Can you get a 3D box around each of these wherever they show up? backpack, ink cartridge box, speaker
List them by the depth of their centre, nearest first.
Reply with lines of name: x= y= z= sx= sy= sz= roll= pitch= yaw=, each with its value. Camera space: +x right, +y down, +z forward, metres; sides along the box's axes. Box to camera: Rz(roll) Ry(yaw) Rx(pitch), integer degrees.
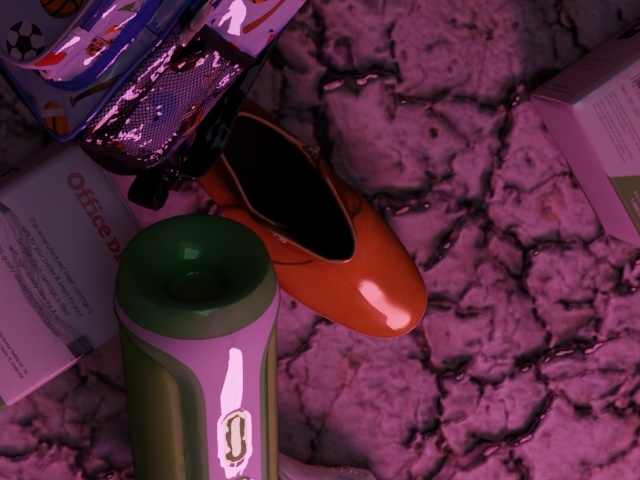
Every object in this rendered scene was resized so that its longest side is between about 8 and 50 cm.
backpack: x=-0.128 y=-0.211 z=0.996 sx=0.263 sy=0.213 sz=0.276 roll=-43 pitch=71 yaw=3
speaker: x=-0.092 y=0.126 z=1.180 sx=0.131 sy=0.131 sz=0.297 roll=-10 pitch=132 yaw=-13
ink cartridge box: x=-0.239 y=0.030 z=1.196 sx=0.208 sy=0.087 sz=0.153 roll=-32 pitch=108 yaw=-8
ink cartridge box: x=0.321 y=-0.120 z=1.317 sx=0.219 sy=0.092 sz=0.160 roll=-34 pitch=108 yaw=-7

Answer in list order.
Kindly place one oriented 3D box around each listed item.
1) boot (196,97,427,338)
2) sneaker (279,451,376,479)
boot: x=0.000 y=-0.001 z=1.191 sx=0.295 sy=0.211 sz=0.104 roll=44 pitch=88 yaw=-19
sneaker: x=0.010 y=0.219 z=1.328 sx=0.152 sy=0.053 sz=0.061 roll=38 pitch=75 yaw=-22
